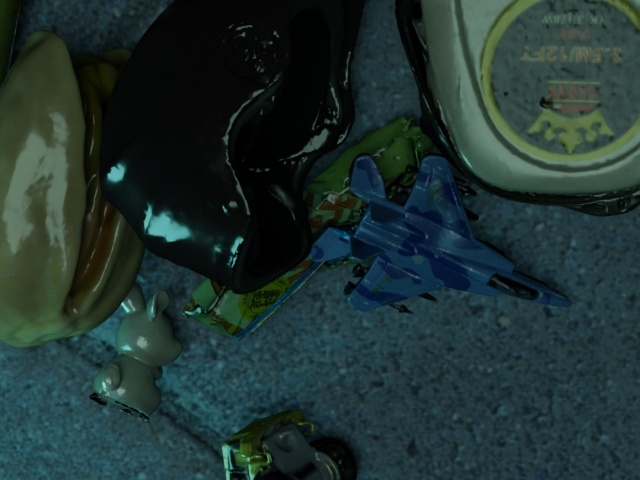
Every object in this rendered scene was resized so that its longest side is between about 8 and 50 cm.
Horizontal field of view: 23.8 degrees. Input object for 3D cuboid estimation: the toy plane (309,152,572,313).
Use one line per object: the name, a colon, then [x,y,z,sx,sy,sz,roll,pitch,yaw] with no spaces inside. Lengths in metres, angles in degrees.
toy plane: [0.121,0.011,1.390,0.246,0.078,0.169,18,114,-21]

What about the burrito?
burrito: [0.000,0.000,1.426,0.288,0.054,0.104,-43,122,9]

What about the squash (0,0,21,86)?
squash: [-0.326,-0.220,1.422,0.094,0.094,0.341,13,107,7]

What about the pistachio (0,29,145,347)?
pistachio: [-0.249,-0.041,1.408,0.188,0.187,0.299,14,97,6]

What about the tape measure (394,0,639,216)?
tape measure: [0.184,-0.138,1.327,0.271,0.133,0.231,2,94,4]

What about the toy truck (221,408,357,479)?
toy truck: [-0.018,0.308,1.472,0.111,0.136,0.285,-8,100,34]

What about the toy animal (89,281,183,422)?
toy animal: [-0.179,0.106,1.480,0.071,0.085,0.124,14,74,38]

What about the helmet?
helmet: [-0.082,-0.114,1.302,0.177,0.225,0.305,13,81,18]
